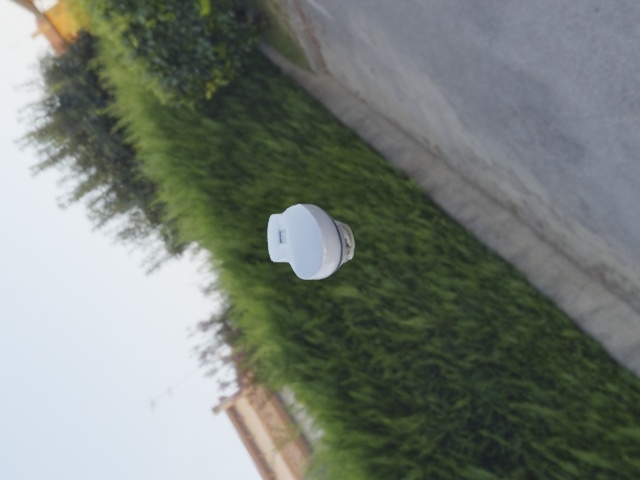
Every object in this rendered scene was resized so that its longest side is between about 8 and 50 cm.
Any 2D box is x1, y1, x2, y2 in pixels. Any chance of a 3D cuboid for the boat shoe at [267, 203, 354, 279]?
[{"bbox_3d":[0.000,0.000,0.360,0.100,0.035,0.035,179,88,-74],"label":"boat shoe"}]
